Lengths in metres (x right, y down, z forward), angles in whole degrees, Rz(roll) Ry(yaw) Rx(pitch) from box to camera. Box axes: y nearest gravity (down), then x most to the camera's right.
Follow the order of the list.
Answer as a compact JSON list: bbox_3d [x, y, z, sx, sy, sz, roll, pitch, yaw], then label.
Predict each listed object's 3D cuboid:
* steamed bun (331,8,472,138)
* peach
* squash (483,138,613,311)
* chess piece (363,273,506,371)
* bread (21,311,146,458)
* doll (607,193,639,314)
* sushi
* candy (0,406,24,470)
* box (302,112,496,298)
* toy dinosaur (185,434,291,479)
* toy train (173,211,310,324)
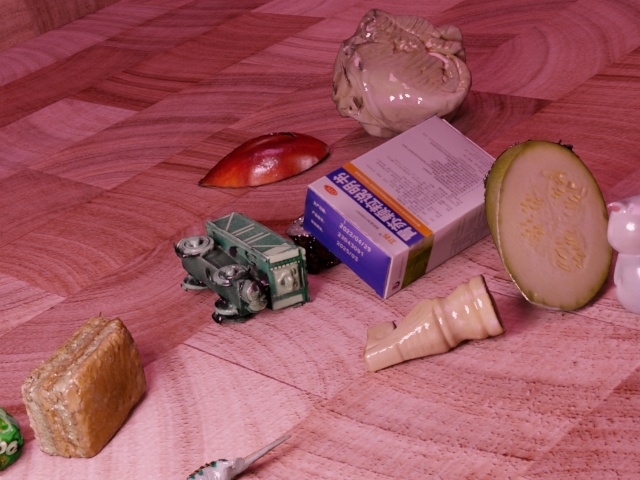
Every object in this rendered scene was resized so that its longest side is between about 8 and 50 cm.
[{"bbox_3d":[0.160,-0.307,2.516,0.280,0.207,0.268,11,50,-6],"label":"steamed bun"},{"bbox_3d":[-0.123,-0.175,2.524,0.279,0.068,0.189,-16,24,-5],"label":"peach"},{"bbox_3d":[0.347,-0.029,1.858,0.189,0.189,0.260,-12,21,3],"label":"squash"},{"bbox_3d":[0.155,0.124,1.775,0.200,0.090,0.090,-22,24,9],"label":"chess piece"},{"bbox_3d":[-0.327,0.205,1.771,0.102,0.138,0.196,5,30,26],"label":"bread"},{"bbox_3d":[0.458,0.016,1.734,0.110,0.181,0.107,-15,12,-2],"label":"doll"},{"bbox_3d":[-0.001,0.000,2.088,0.094,0.084,0.098,-33,28,-31],"label":"sushi"},{"bbox_3d":[-0.501,0.254,1.841,0.097,0.097,0.323,-21,19,-16],"label":"candy"},{"bbox_3d":[0.149,-0.060,2.027,0.299,0.106,0.200,-31,57,-30],"label":"box"},{"bbox_3d":[-0.132,0.298,1.600,0.106,0.044,0.187,-10,22,44],"label":"toy dinosaur"},{"bbox_3d":[-0.135,0.048,2.031,0.154,0.115,0.269,-17,24,-27],"label":"toy train"}]
